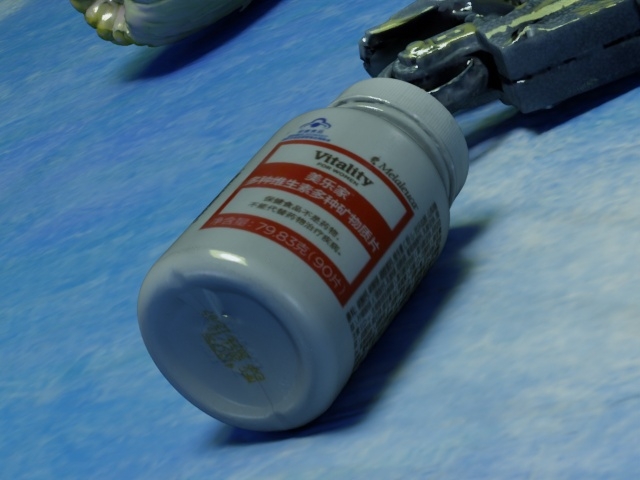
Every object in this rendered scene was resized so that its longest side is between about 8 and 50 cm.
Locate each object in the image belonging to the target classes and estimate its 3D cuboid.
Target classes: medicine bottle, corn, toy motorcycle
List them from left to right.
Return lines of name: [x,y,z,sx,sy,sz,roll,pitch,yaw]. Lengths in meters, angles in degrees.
corn: [-0.058,-0.238,1.231,0.123,0.122,0.305,-9,26,42]
medicine bottle: [0.000,0.000,0.639,0.079,0.079,0.140,-12,26,39]
toy motorcycle: [0.109,-0.106,0.773,0.193,0.061,0.124,-19,27,10]
